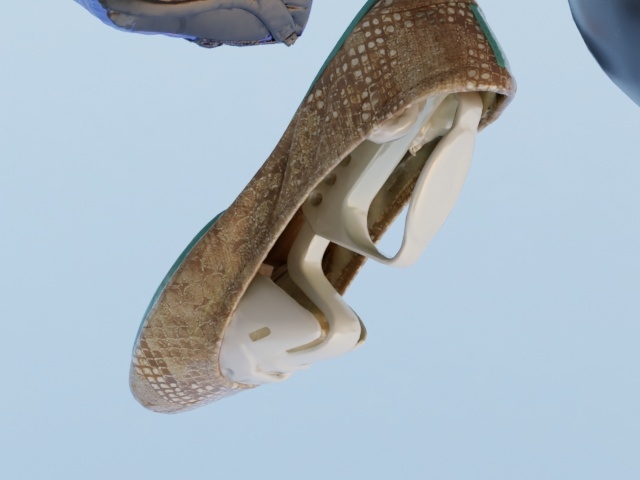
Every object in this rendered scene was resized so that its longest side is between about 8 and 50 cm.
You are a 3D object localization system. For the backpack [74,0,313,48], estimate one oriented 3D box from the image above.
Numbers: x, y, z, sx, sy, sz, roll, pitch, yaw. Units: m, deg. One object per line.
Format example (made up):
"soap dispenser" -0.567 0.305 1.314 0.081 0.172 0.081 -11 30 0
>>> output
"backpack" -0.071 -0.144 0.933 0.120 0.098 0.101 -5 -159 -36

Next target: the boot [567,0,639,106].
"boot" 0.199 0.147 0.377 0.367 0.445 0.146 7 -177 -3

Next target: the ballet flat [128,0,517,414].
"ballet flat" 0.000 0.000 0.710 0.073 0.206 0.067 5 -145 -48
